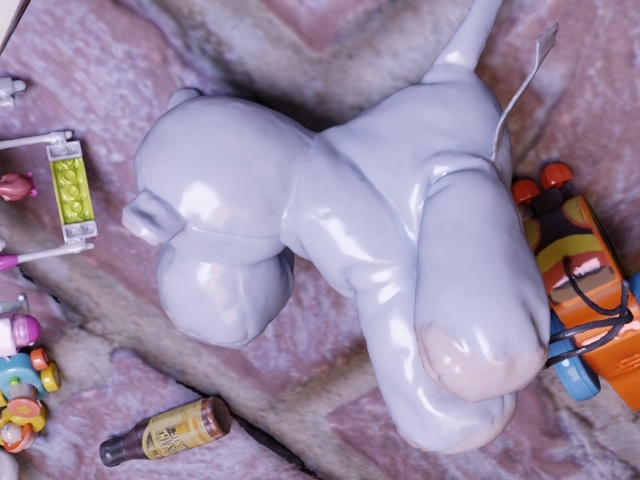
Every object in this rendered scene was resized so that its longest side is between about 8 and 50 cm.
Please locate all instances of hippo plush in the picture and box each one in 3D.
[{"bbox_3d":[0.000,0.000,0.528,0.236,0.234,0.294,1,130,-4],"label":"hippo plush"}]

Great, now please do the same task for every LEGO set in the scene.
[{"bbox_3d":[-0.211,-0.073,0.547,0.107,0.132,0.287,-11,107,-14],"label":"LEGO set"}]

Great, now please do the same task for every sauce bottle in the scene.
[{"bbox_3d":[-0.147,0.183,0.798,0.128,0.042,0.042,-24,126,16],"label":"sauce bottle"}]

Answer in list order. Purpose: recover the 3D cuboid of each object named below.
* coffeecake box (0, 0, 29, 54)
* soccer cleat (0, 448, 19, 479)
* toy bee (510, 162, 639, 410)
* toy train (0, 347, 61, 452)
[{"bbox_3d":[-0.150,-0.176,0.408,0.068,0.185,0.142,26,124,-21],"label":"coffeecake box"},{"bbox_3d":[-0.352,0.261,0.847,0.196,0.068,0.076,-34,138,25],"label":"soccer cleat"},{"bbox_3d":[0.210,0.025,0.632,0.195,0.162,0.298,-17,153,2],"label":"toy bee"},{"bbox_3d":[-0.299,0.155,0.749,0.125,0.046,0.166,13,129,-32],"label":"toy train"}]
